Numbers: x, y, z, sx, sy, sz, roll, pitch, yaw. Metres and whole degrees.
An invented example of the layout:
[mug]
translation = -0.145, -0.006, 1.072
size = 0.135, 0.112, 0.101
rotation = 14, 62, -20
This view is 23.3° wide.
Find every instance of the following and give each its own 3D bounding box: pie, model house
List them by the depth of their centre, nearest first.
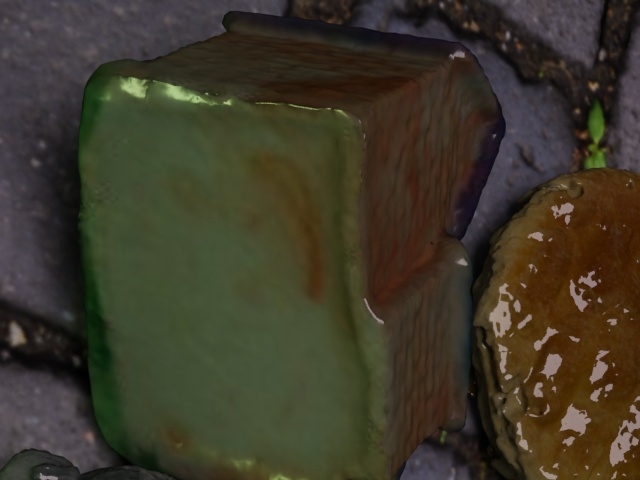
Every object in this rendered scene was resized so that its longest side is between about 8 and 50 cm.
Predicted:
[model house]
translation = 0.000, 0.000, 1.121
size = 0.280, 0.245, 0.312
rotation = -38, 132, -59
[pie]
translation = 0.261, 0.097, 1.340
size = 0.339, 0.083, 0.339
rotation = 6, 78, -29

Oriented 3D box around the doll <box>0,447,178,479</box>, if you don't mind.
[doll]
translation = -0.121, 0.313, 1.000
size = 0.246, 0.158, 0.340
rotation = 9, 78, -19
